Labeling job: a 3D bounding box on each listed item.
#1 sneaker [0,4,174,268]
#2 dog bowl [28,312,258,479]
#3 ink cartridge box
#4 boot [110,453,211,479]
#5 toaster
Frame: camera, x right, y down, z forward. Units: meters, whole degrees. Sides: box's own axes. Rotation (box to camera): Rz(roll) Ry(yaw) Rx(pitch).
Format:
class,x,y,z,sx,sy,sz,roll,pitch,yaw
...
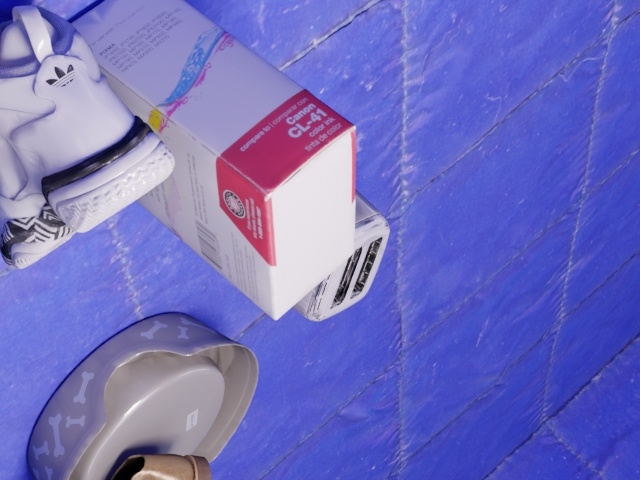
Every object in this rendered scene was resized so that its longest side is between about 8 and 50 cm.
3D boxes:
class,x,y,z,sx,sy,sz,roll,pitch,yaw
sneaker,-0.279,-0.103,1.526,0.137,0.210,0.366,-35,-174,-26
dog bowl,-0.245,0.246,2.108,0.349,0.102,0.348,-38,154,-22
ink cartridge box,-0.112,-0.098,1.592,0.131,0.306,0.226,-39,154,-22
boot,-0.266,0.392,2.087,0.115,0.112,0.305,15,123,-30
toaster,0.000,0.000,2.105,0.129,0.146,0.227,-26,146,-42
